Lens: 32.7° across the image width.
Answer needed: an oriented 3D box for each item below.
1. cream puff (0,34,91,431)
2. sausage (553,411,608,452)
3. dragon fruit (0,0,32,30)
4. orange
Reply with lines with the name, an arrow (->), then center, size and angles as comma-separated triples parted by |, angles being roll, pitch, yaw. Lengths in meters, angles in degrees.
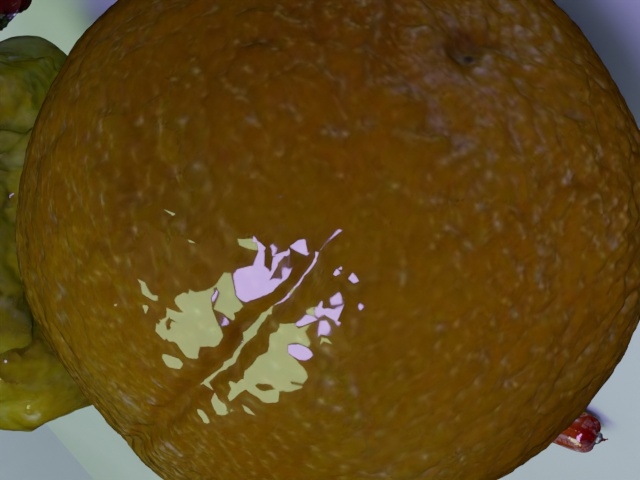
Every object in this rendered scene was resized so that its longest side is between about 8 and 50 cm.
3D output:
cream puff -> -0.178, -0.008, 0.839 | 0.257, 0.324, 0.291 | 1, 107, 18
sausage -> 0.175, 0.142, 0.887 | 0.129, 0.034, 0.034 | 14, 142, 43
dragon fruit -> -0.347, -0.229, 0.859 | 0.269, 0.200, 0.198 | -3, 95, 11
orange -> 0.000, 0.000, 0.598 | 0.322, 0.322, 0.357 | 42, 151, 1
